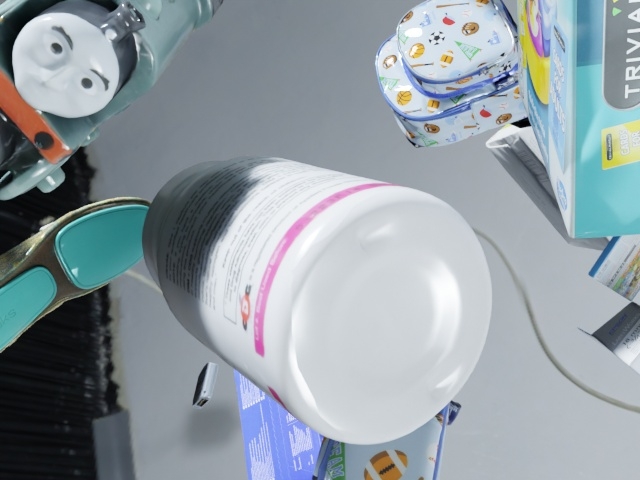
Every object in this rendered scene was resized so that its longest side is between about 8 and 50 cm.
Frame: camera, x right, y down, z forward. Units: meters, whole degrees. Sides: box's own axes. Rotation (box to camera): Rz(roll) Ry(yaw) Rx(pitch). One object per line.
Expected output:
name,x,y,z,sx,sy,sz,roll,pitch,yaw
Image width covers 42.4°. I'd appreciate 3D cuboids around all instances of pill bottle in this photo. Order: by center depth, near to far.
pill bottle,-0.024,0.022,0.607,0.283,0.160,0.160,21,85,58

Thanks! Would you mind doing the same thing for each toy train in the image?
toy train,-0.187,-0.162,0.662,0.190,0.142,0.334,-30,22,20

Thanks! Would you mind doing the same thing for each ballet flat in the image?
ballet flat,-0.373,0.036,1.116,0.123,0.123,0.348,15,42,38

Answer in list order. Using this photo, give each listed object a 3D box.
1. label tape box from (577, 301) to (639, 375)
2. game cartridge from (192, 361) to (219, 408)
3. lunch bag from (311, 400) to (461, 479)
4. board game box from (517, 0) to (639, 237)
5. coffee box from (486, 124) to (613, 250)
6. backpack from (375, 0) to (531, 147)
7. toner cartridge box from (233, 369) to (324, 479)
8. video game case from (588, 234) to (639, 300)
label tape box,0.639,0.224,1.481,0.106,0.240,0.334,-55,9,7
game cartridge,-0.161,0.201,1.156,0.083,0.017,0.056,133,147,-61
lunch bag,0.043,0.271,0.789,0.115,0.243,0.303,15,55,7
board game box,0.178,-0.210,0.536,0.079,0.336,0.254,-5,30,8
coffee box,0.628,-0.209,1.836,0.334,0.338,0.338,-40,91,1
backpack,0.233,-0.296,1.444,0.263,0.213,0.277,-28,52,14
toner cartridge box,-0.063,0.294,1.487,0.165,0.075,0.348,-30,52,25
video game case,0.543,0.035,1.453,0.015,0.166,0.119,39,100,45
